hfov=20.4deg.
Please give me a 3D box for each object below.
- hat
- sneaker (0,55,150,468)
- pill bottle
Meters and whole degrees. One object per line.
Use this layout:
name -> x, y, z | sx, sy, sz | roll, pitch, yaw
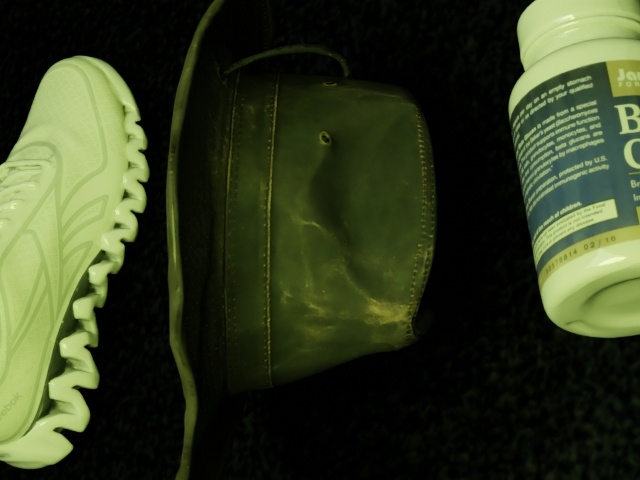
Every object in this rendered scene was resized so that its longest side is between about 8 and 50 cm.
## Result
hat -> 0.000, 0.000, 0.979 | 0.134, 0.331, 0.331 | 6, 75, 3
sneaker -> -0.200, 0.004, 1.218 | 0.110, 0.118, 0.292 | -5, 69, 45
pill bottle -> 0.147, -0.044, 0.913 | 0.094, 0.094, 0.169 | -27, 57, 34
